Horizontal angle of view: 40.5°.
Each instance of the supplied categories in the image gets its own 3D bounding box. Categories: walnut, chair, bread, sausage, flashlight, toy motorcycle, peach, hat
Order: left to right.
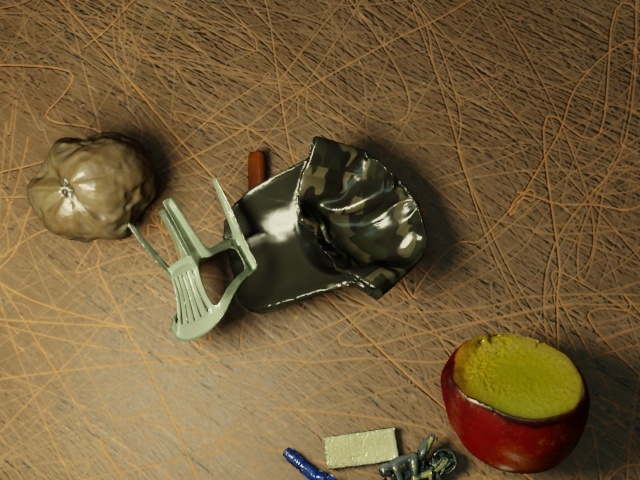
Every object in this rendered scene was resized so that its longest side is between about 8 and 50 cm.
[{"bbox_3d":[-0.473,-0.111,1.834,0.227,0.273,0.273,32,82,7],"label":"walnut"},{"bbox_3d":[-0.261,0.044,1.776,0.203,0.190,0.275,-29,91,36],"label":"chair"},{"bbox_3d":[-0.139,-0.133,1.910,0.041,0.039,0.131,-3,76,4],"label":"sausage"},{"bbox_3d":[-0.025,0.464,1.760,0.121,0.035,0.057,37,108,17],"label":"flashlight"},{"bbox_3d":[0.000,0.000,1.829,0.381,0.257,0.366,-32,62,38],"label":"hat"},{"bbox_3d":[0.082,0.421,1.760,0.153,0.028,0.068,-10,76,3],"label":"bread"},{"bbox_3d":[0.177,0.469,1.717,0.124,0.061,0.193,37,90,-2],"label":"toy motorcycle"},{"bbox_3d":[0.356,0.311,1.647,0.274,0.248,0.245,20,106,11],"label":"peach"}]
